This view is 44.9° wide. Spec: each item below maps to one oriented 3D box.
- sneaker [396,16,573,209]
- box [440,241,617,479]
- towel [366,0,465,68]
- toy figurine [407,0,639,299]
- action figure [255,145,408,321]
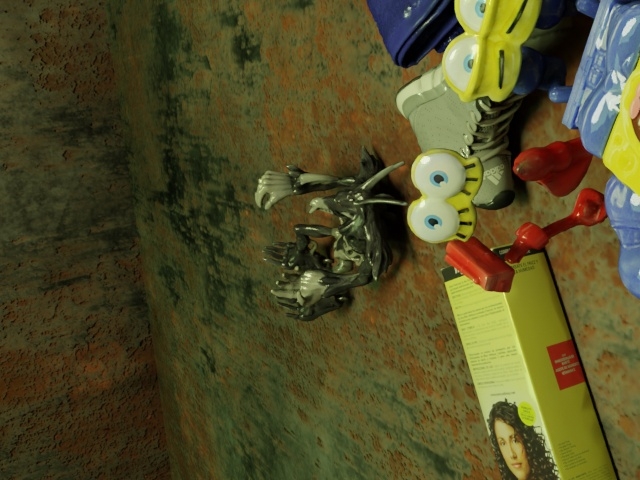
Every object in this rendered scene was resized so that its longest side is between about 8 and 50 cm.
[{"bbox_3d":[0.143,-0.094,0.621,0.229,0.086,0.132,156,97,-75],"label":"sneaker"},{"bbox_3d":[0.175,0.120,0.654,0.087,0.058,0.232,-35,68,63],"label":"box"},{"bbox_3d":[0.083,-0.334,0.655,0.227,0.076,0.308,-48,57,51],"label":"towel"},{"bbox_3d":[0.203,-0.091,0.355,0.217,0.191,0.362,47,135,46],"label":"toy figurine"},{"bbox_3d":[0.000,0.000,0.879,0.275,0.141,0.164,123,142,-58],"label":"action figure"}]
